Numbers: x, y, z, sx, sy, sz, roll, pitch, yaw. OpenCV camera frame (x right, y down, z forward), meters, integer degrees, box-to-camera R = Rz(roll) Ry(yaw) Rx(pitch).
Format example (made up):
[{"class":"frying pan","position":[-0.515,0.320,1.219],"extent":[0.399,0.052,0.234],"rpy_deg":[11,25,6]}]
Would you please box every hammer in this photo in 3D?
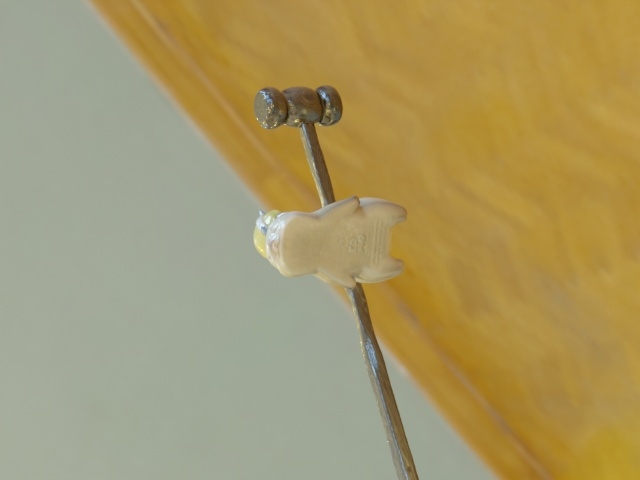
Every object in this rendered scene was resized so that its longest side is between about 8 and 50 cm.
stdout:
[{"class":"hammer","position":[0.019,0.029,1.168],"extent":[0.029,0.058,0.292],"rpy_deg":[-46,55,57]}]

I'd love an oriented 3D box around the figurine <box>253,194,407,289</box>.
[{"class":"figurine","position":[0.000,0.000,0.890],"extent":[0.050,0.083,0.047],"rpy_deg":[5,92,56]}]
